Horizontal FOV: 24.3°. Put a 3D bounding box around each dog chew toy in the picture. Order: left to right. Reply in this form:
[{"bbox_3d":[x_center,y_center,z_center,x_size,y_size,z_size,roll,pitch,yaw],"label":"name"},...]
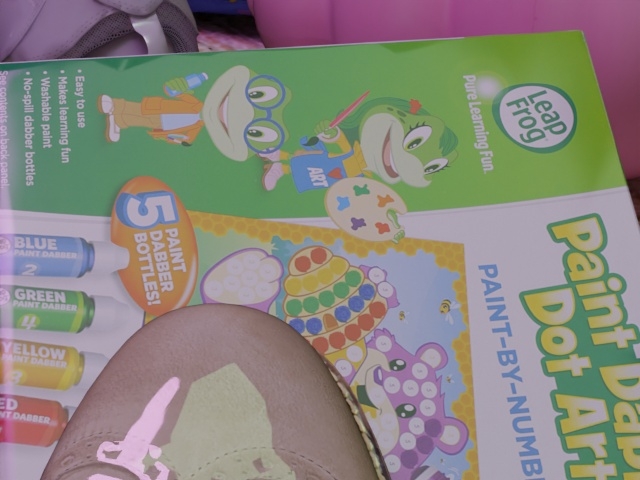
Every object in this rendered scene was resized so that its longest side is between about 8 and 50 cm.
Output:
[{"bbox_3d":[0.100,-0.150,0.965,0.332,0.206,0.206,10,28,28],"label":"dog chew toy"}]

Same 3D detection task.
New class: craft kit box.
[{"bbox_3d":[0.003,0.036,0.559,0.247,0.061,0.250,-3,58,-10],"label":"craft kit box"}]

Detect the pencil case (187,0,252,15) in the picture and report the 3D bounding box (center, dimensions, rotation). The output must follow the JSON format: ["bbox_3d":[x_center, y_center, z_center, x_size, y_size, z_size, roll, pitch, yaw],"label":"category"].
[{"bbox_3d":[-0.096,-0.229,1.158,0.306,0.119,0.133,9,39,9],"label":"pencil case"}]

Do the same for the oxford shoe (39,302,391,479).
[{"bbox_3d":[-0.037,0.145,0.342,0.140,0.146,0.397,-3,44,4],"label":"oxford shoe"}]

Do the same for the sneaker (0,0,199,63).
[{"bbox_3d":[-0.199,-0.148,0.989,0.137,0.210,0.366,-15,-1,-32],"label":"sneaker"}]
